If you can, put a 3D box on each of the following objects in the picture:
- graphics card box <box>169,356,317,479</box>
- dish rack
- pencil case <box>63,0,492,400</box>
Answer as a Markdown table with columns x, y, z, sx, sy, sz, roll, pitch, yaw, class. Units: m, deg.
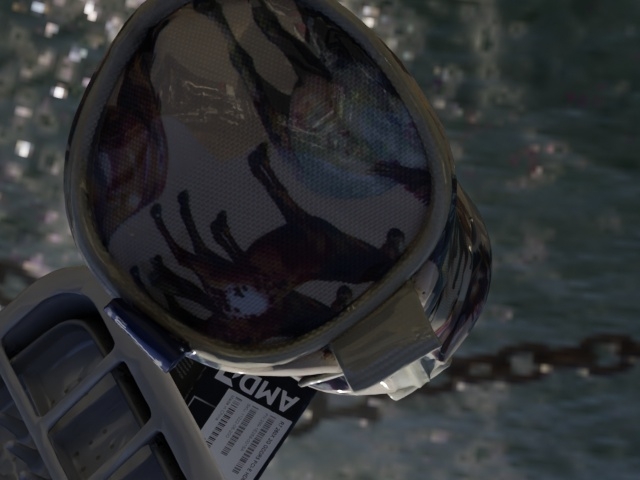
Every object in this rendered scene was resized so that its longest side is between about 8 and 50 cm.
| x | y | z | sx | sy | sz | roll | pitch | yaw | class |
| --- | --- | --- | --- | --- | --- | --- | --- | --- | --- |
| -0.165 | 0.188 | 1.278 | 0.094 | 0.371 | 0.233 | 29 | -174 | -27 | graphics card box |
| -0.185 | 0.206 | 0.998 | 0.333 | 0.285 | 0.072 | -40 | 141 | 8 | dish rack |
| 0.000 | 0.000 | 0.893 | 0.160 | 0.183 | 0.410 | -22 | 171 | 5 | pencil case |
